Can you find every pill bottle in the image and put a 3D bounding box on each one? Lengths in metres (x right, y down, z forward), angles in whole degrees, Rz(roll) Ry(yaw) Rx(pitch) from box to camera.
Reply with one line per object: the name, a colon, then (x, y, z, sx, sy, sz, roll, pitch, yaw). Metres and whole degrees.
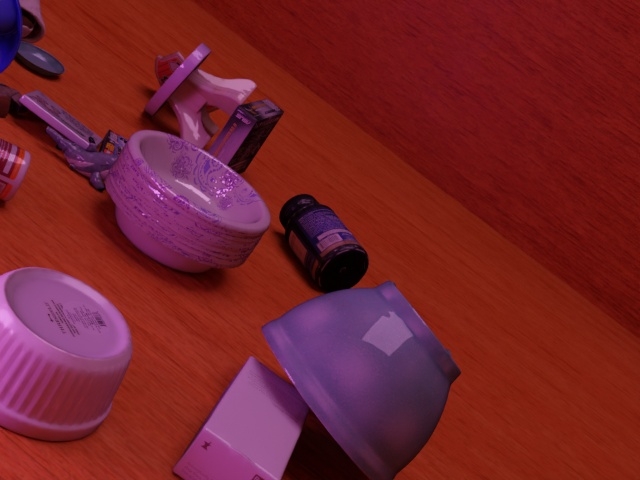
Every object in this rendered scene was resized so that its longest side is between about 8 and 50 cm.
pill bottle: (0.000, 0.000, 1.964, 0.122, 0.123, 0.219, 18, 25, -43)
pill bottle: (-0.522, -0.126, 1.397, 0.152, 0.086, 0.086, 27, 20, -27)

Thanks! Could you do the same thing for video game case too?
video game case: (-0.485, -0.225, 1.757, 0.157, 0.019, 0.143, 38, 6, -13)

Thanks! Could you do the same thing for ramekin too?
ramekin: (-0.321, 0.123, 1.096, 0.207, 0.109, 0.207, 32, 18, -11)

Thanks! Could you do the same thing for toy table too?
toy table: (-0.277, -0.321, 2.126, 0.161, 0.252, 0.274, 42, -16, -10)

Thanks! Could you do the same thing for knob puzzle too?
knob puzzle: (-0.345, -0.374, 2.299, 0.213, 0.030, 0.213, 31, -26, 16)

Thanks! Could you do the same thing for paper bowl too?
paper bowl: (-0.240, -0.053, 1.624, 0.284, 0.148, 0.284, 33, 18, -12)

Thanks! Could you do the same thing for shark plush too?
shark plush: (-0.421, -0.158, 1.691, 0.161, 0.067, 0.073, 36, 18, 1)

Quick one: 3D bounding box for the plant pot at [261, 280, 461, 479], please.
plant pot: (0.078, 0.182, 1.362, 0.293, 0.196, 0.293, 51, -1, 1)

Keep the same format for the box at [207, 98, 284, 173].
box: (-0.180, -0.226, 2.112, 0.056, 0.183, 0.231, 38, 19, 3)

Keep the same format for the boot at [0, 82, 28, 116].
boot: (-0.593, -0.262, 1.698, 0.087, 0.042, 0.118, 36, 16, 23)

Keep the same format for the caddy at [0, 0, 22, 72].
caddy: (-0.677, -0.407, 1.581, 0.341, 0.241, 0.179, 35, 22, -5)

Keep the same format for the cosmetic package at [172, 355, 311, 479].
cosmetic package: (-0.095, 0.253, 1.222, 0.117, 0.085, 0.231, 36, 20, 1)

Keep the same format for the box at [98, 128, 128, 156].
box: (-0.388, -0.164, 1.832, 0.094, 0.027, 0.137, 31, 18, -18)

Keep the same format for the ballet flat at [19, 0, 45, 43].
ballet flat: (-0.712, -0.485, 1.924, 0.139, 0.139, 0.400, 42, 18, 18)

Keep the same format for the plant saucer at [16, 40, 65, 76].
plant saucer: (-0.607, -0.385, 2.001, 0.119, 0.021, 0.119, 31, 19, -12)
